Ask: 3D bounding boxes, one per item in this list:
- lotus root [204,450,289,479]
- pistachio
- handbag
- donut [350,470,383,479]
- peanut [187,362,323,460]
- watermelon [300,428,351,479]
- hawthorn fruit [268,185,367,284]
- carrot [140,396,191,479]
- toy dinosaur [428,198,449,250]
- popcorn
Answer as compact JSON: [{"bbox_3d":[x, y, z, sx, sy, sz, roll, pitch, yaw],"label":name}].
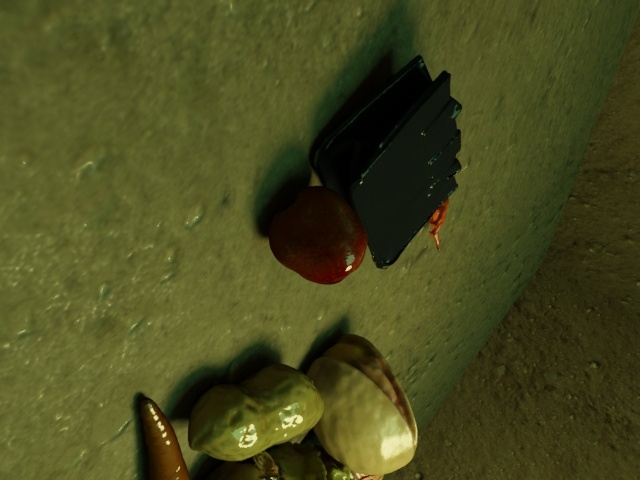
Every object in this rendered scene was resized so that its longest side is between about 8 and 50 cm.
[{"bbox_3d":[-0.173,0.537,1.176,0.309,0.183,0.183,-58,156,14],"label":"lotus root"},{"bbox_3d":[0.089,0.359,1.337,0.230,0.230,0.308,-32,105,-44],"label":"pistachio"},{"bbox_3d":[0.129,-0.127,1.005,0.269,0.118,0.325,-45,155,-10],"label":"handbag"},{"bbox_3d":[0.090,0.509,1.515,0.085,0.233,0.199,-30,115,-1],"label":"donut"},{"bbox_3d":[-0.098,0.281,1.046,0.319,0.148,0.147,11,110,-59],"label":"peanut"},{"bbox_3d":[0.032,0.625,1.634,0.250,0.283,0.292,-57,-174,34],"label":"watermelon"},{"bbox_3d":[0.000,0.000,0.877,0.133,0.138,0.132,-37,160,-16],"label":"hawthorn fruit"},{"bbox_3d":[-0.237,0.337,0.947,0.069,0.069,0.335,-37,142,-38],"label":"carrot"},{"bbox_3d":[0.258,-0.078,1.382,0.101,0.055,0.279,-54,156,-31],"label":"toy dinosaur"},{"bbox_3d":[-0.045,0.543,1.349,0.259,0.259,0.212,-64,-164,14],"label":"popcorn"}]
